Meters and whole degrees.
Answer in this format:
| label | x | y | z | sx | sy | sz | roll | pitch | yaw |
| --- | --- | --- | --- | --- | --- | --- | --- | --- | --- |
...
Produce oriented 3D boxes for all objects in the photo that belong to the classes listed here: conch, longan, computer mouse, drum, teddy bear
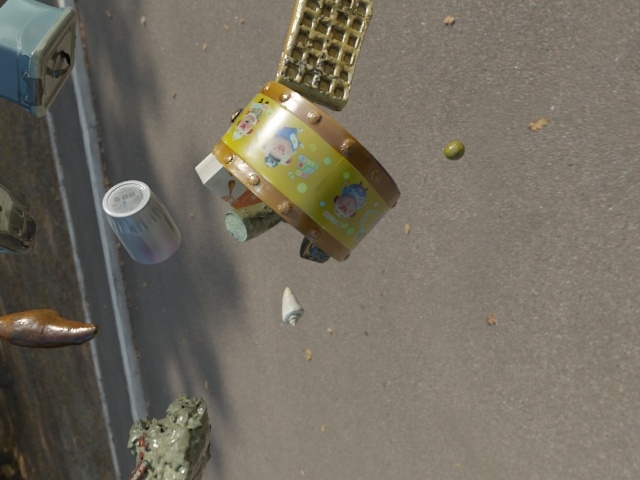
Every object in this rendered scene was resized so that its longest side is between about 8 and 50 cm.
| label | x | y | z | sx | sy | sz | roll | pitch | yaw |
| --- | --- | --- | --- | --- | --- | --- | --- | --- | --- |
| conch | -0.127 | 0.288 | 1.737 | 0.094 | 0.104 | 0.176 | -51 | 46 | 19 |
| longan | 0.468 | -0.319 | 1.441 | 0.083 | 0.075 | 0.075 | 19 | 113 | 32 |
| computer mouse | -0.810 | -0.082 | 0.914 | 0.389 | 0.115 | 0.199 | 69 | 179 | -57 |
| drum | -0.035 | -0.158 | 0.974 | 0.214 | 0.431 | 0.431 | -50 | 58 | 3 |
| teddy bear | -0.373 | 0.517 | 0.984 | 0.357 | 0.224 | 0.367 | -100 | 26 | -59 |

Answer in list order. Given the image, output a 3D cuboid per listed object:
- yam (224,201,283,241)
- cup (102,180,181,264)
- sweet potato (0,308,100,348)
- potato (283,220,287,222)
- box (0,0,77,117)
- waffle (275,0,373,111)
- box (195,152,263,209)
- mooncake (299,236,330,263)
| label | x | y | z | sx | sy | sz | roll | pitch | yaw |
| --- | --- | --- | --- | --- | --- | --- | --- | --- | --- |
| yam | -0.246 | -0.089 | 1.615 | 0.133 | 0.330 | 0.133 | 9 | 111 | 25 |
| cup | -0.816 | -0.077 | 1.864 | 0.253 | 0.253 | 0.371 | 49 | 161 | 27 |
| sweet potato | -0.777 | 0.247 | 1.136 | 0.359 | 0.112 | 0.112 | 5 | 108 | 1 |
| potato | -0.125 | -0.168 | 2.008 | 0.369 | 0.176 | 0.195 | -8 | 112 | 62 |
| box | -0.593 | -0.386 | 0.844 | 0.162 | 0.130 | 0.227 | -49 | 32 | 44 |
| waffle | 0.014 | -0.647 | 1.355 | 0.114 | 0.261 | 0.376 | -171 | 96 | -72 |
| box | -0.359 | -0.271 | 1.851 | 0.225 | 0.341 | 0.143 | -41 | 51 | 6 |
| mooncake | 0.000 | 0.000 | 1.947 | 0.228 | 0.124 | 0.228 | -55 | 21 | 32 |
